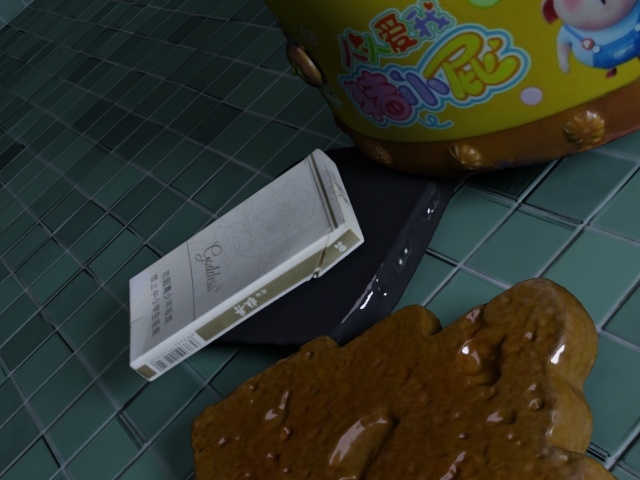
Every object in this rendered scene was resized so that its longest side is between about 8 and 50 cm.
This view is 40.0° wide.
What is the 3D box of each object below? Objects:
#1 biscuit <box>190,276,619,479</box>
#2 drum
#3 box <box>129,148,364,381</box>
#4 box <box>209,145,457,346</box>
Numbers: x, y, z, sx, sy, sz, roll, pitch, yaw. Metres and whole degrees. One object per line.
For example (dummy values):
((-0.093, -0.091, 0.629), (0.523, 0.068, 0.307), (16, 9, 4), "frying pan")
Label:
((0.030, 0.132, 0.518), (0.302, 0.043, 0.278), (5, 55, 48), "biscuit")
((0.148, -0.257, 0.671), (0.431, 0.214, 0.431), (-24, 33, 17), "drum")
((-0.064, 0.018, 0.676), (0.198, 0.029, 0.109), (-33, 35, 12), "box")
((0.000, 0.000, 0.703), (0.201, 0.042, 0.212), (-3, 47, 42), "box")
